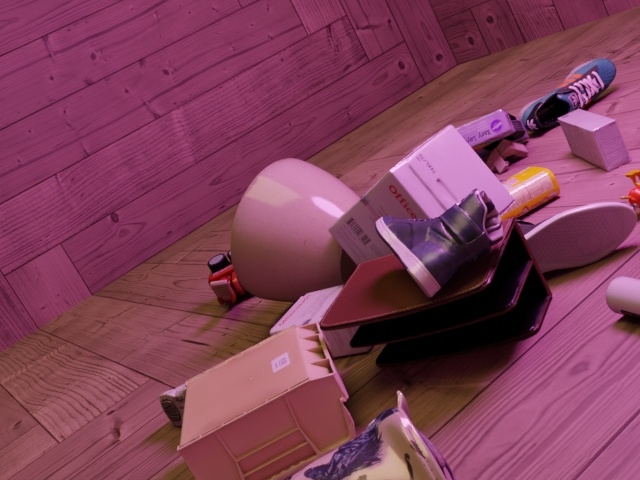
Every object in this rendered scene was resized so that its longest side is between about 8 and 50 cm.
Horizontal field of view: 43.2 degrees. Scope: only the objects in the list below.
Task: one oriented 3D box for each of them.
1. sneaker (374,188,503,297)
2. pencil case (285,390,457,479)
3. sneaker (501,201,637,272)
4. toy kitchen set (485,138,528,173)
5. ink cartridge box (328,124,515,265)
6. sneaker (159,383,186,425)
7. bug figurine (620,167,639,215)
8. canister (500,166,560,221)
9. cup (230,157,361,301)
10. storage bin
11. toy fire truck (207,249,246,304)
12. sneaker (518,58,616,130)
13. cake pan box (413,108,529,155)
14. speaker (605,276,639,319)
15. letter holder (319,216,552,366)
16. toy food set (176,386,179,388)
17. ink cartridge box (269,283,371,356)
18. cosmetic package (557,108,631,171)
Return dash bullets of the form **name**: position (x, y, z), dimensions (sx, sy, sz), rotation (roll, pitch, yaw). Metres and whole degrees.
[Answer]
- **sneaker**: position (0.181, -0.018, 1.223), dimensions (0.163, 0.086, 0.226), rotation (-41, 27, 3)
- **pencil case**: position (-0.044, 0.333, 0.880), dimensions (0.411, 0.159, 0.183), rotation (-27, 30, 3)
- **sneaker**: position (0.390, -0.010, 1.401), dimensions (0.296, 0.104, 0.147), rotation (-27, 18, 21)
- **toy kitchen set**: position (0.488, -0.203, 2.092), dimensions (0.083, 0.075, 0.068), rotation (-57, 37, 36)
- **ink cartridge box**: position (0.191, -0.048, 1.570), dimensions (0.197, 0.198, 0.270), rotation (-38, -2, -33)
- **sneaker**: position (-0.210, 0.288, 1.530), dimensions (0.115, 0.090, 0.232), rotation (-34, 16, -38)
- **bug figurine**: position (0.636, -0.098, 1.323), dimensions (0.216, 0.072, 0.279), rotation (-23, 9, -7)
- **canister**: position (0.409, -0.090, 1.730), dimensions (0.170, 0.073, 0.126), rotation (-28, 14, -7)
- **cup**: position (0.000, 0.000, 1.787), dimensions (0.237, 0.331, 0.331), rotation (16, 41, 36)
- **storage bin**: position (-0.085, 0.266, 1.293), dimensions (0.260, 0.123, 0.262), rotation (-27, 13, 0)
- **toy fire truck**: position (-0.199, 0.092, 2.127), dimensions (0.217, 0.158, 0.246), rotation (-26, 26, 8)
- **sneaker**: position (0.693, -0.391, 2.218), dimensions (0.302, 0.108, 0.121), rotation (-36, 14, 3)
- **cake pan box**: position (0.411, -0.262, 2.166), dimensions (0.267, 0.070, 0.246), rotation (-23, -7, 23)
- **speaker**: position (0.444, 0.083, 1.076), dimensions (0.055, 0.055, 0.136), rotation (-31, 15, -13)
- **letter holder**: position (0.179, 0.113, 1.283), dimensions (0.302, 0.152, 0.214), rotation (-19, 19, 34)
- **toy food set**: position (-0.276, 0.316, 1.689), dimensions (0.078, 0.019, 0.122), rotation (-33, 15, -21)
- **ink cartridge box**: position (0.027, 0.154, 1.551), dimensions (0.203, 0.085, 0.148), rotation (-17, 18, 40)
- **cosmetic package**: position (0.605, -0.227, 1.797), dimensions (0.061, 0.098, 0.239), rotation (-24, 15, 5)
